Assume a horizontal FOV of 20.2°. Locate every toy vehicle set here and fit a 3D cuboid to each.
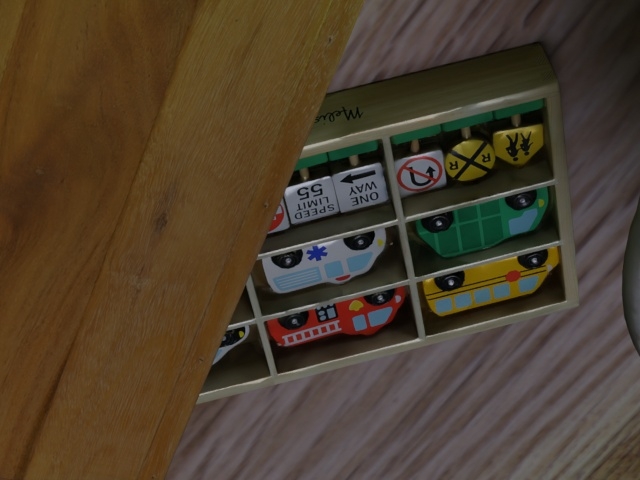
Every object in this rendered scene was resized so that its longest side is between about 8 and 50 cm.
[{"bbox_3d":[0.000,0.000,0.954,0.267,0.035,0.166,-14,134,0],"label":"toy vehicle set"}]

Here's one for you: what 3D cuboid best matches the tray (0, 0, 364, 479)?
[{"bbox_3d":[-0.115,-0.055,0.812,0.203,0.076,0.411,12,122,-18],"label":"tray"}]

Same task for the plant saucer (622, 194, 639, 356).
[{"bbox_3d":[0.286,-0.089,0.791,0.400,0.100,0.400,-21,144,-17],"label":"plant saucer"}]
